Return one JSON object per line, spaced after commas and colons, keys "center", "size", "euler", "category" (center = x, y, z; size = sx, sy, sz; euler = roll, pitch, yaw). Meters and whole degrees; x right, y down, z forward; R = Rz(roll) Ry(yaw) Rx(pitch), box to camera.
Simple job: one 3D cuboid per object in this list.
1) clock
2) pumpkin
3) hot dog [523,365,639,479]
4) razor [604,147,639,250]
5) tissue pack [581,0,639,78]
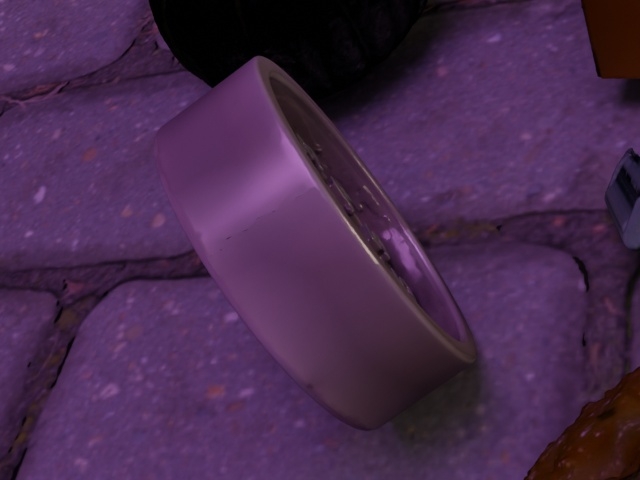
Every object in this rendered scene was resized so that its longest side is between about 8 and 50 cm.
{"center": [0.000, 0.000, 0.573], "size": [0.068, 0.197, 0.197], "euler": [-36, 42, 11], "category": "clock"}
{"center": [-0.022, -0.203, 0.793], "size": [0.220, 0.162, 0.221], "euler": [-14, 51, 18], "category": "pumpkin"}
{"center": [0.167, 0.113, 0.408], "size": [0.272, 0.122, 0.196], "euler": [-24, 9, 15], "category": "hot dog"}
{"center": [0.287, -0.042, 0.545], "size": [0.277, 0.056, 0.111], "euler": [-14, 10, 13], "category": "razor"}
{"center": [0.231, -0.236, 0.571], "size": [0.194, 0.275, 0.145], "euler": [4, 43, 33], "category": "tissue pack"}
